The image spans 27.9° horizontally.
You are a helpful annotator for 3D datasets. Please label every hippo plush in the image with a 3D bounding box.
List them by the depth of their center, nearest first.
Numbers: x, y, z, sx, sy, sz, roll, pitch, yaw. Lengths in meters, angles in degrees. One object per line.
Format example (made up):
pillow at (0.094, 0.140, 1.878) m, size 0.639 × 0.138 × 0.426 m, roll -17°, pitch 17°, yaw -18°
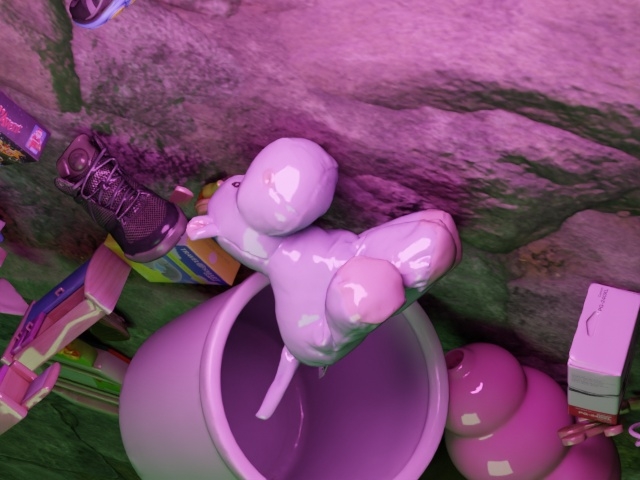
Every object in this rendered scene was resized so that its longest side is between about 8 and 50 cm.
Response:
hippo plush at (0.000, 0.000, 1.442) m, size 0.236 × 0.234 × 0.294 m, roll 51°, pitch 138°, yaw 6°

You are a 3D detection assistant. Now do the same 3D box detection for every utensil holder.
utensil holder at (-0.068, 0.209, 1.717) m, size 0.328 × 0.327 × 0.385 m, roll 30°, pitch 157°, yaw -18°

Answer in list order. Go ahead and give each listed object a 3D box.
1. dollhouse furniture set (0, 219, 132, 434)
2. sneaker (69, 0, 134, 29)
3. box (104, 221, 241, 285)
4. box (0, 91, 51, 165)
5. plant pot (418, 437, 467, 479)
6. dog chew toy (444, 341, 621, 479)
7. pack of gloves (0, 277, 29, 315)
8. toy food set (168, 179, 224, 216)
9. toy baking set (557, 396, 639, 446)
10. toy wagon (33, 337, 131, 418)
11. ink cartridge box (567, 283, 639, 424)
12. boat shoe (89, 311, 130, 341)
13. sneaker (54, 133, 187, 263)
dollhouse furniture set at (-0.450, 0.040, 1.736) m, size 0.303 × 0.286 × 0.198 m, roll 42°, pitch 120°, yaw -19°
sneaker at (-0.196, -0.256, 1.189) m, size 0.078 × 0.067 × 0.188 m, roll 46°, pitch 153°, yaw -4°
box at (-0.193, 0.017, 1.746) m, size 0.178 × 0.042 × 0.109 m, roll 0°, pitch 149°, yaw 38°
box at (-0.464, -0.172, 1.566) m, size 0.159 × 0.044 × 0.233 m, roll -3°, pitch 147°, yaw 41°
plant pot at (0.242, 0.374, 1.978) m, size 0.215 × 0.215 × 0.230 m, roll 22°, pitch 139°, yaw -3°
dog chew toy at (0.261, 0.263, 1.728) m, size 0.207 × 0.206 × 0.332 m, roll -8°, pitch 132°, yaw 45°
pack of gloves at (-0.552, 0.053, 1.906) m, size 0.195 × 0.046 × 0.232 m, roll 48°, pitch -169°, yaw 14°
toy food set at (-0.092, -0.033, 1.586) m, size 0.192 × 0.038 × 0.132 m, roll 20°, pitch 163°, yaw -12°
toy baking set at (0.407, 0.219, 1.577) m, size 0.256 × 0.197 × 0.030 m, roll -18°, pitch 90°, yaw 49°
toy wagon at (-0.423, 0.240, 2.340) m, size 0.267 × 0.068 × 0.344 m, roll 16°, pitch 154°, yaw 10°
ink cartridge box at (0.330, 0.134, 1.504) m, size 0.063 × 0.109 × 0.150 m, roll 14°, pitch 154°, yaw 17°
boat shoe at (-0.356, 0.120, 2.086) m, size 0.056 × 0.048 × 0.153 m, roll -10°, pitch 150°, yaw 28°
sneaker at (-0.247, -0.051, 1.540) m, size 0.130 × 0.087 × 0.227 m, roll 45°, pitch 174°, yaw -35°
